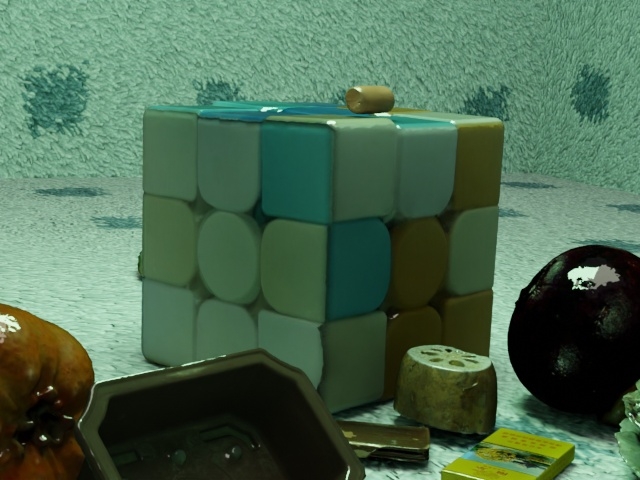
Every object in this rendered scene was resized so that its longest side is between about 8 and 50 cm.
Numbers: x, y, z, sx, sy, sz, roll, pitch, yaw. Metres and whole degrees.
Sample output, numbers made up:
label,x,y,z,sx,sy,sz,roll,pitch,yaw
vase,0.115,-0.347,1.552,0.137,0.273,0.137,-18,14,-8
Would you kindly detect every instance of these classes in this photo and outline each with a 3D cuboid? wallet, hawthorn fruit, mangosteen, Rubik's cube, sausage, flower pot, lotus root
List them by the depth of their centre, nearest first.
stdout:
label,x,y,z,sx,sy,sz,roll,pitch,yaw
flower pot,-0.093,0.196,0.948,0.251,0.084,0.179,-7,54,-46
hawthorn fruit,-0.318,0.154,0.960,0.243,0.207,0.207,-1,7,31
wallet,0.027,0.210,1.203,0.176,0.026,0.095,6,4,3
lotus root,0.141,0.170,1.285,0.122,0.081,0.112,14,12,40
sausage,0.059,-0.164,1.328,0.034,0.034,0.083,9,11,30
mangosteen,0.348,0.125,1.349,0.250,0.211,0.211,34,13,3
Rubik's cube,0.000,0.000,1.477,0.346,0.347,0.344,12,13,41

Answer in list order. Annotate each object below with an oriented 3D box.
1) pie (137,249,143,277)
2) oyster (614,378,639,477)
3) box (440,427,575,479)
label,x,y,z,sx,sy,sz,roll,pitch,yaw
pie,-0.216,0.040,2.030,0.240,0.054,0.240,2,8,0
oyster,0.447,0.175,1.219,0.351,0.158,0.162,-21,57,-36
box,0.193,0.228,1.155,0.087,0.023,0.155,12,13,29
